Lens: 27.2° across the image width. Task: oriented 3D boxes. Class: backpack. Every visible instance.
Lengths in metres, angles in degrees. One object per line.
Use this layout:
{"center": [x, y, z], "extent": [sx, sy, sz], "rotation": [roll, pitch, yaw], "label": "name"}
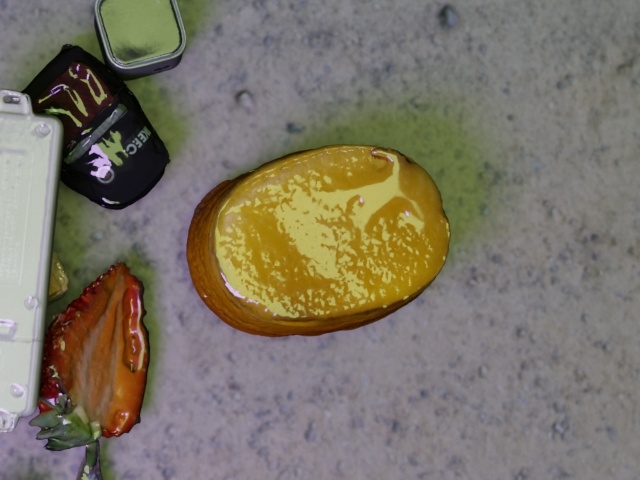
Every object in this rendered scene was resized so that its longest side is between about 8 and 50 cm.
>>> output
{"center": [-0.229, -0.110, 1.335], "extent": [0.165, 0.106, 0.120], "rotation": [40, 85, -7], "label": "backpack"}

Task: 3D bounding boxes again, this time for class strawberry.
{"center": [-0.239, 0.125, 1.327], "extent": [0.140, 0.085, 0.192], "rotation": [-18, 104, -52], "label": "strawberry"}

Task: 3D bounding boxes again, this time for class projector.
{"center": [-0.186, -0.215, 1.358], "extent": [0.083, 0.082, 0.083], "rotation": [-16, 91, -10], "label": "projector"}

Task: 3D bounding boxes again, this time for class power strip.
{"center": [-0.302, 0.030, 1.234], "extent": [0.098, 0.058, 0.338], "rotation": [5, 84, -9], "label": "power strip"}

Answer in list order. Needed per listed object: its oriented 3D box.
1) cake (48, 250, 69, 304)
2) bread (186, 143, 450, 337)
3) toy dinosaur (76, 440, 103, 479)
{"center": [-0.341, 0.085, 1.308], "extent": [0.090, 0.109, 0.225], "rotation": [41, 82, -6], "label": "cake"}
{"center": [0.000, 0.000, 1.354], "extent": [0.269, 0.142, 0.195], "rotation": [-12, 88, -12], "label": "bread"}
{"center": [-0.268, 0.355, 1.334], "extent": [0.162, 0.077, 0.294], "rotation": [-2, 103, -14], "label": "toy dinosaur"}
